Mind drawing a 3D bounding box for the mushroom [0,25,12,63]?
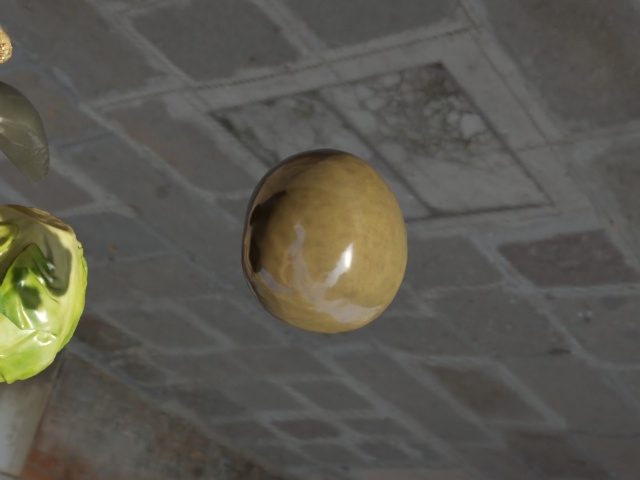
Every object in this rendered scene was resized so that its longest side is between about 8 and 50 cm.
[{"bbox_3d":[-0.479,-0.358,1.414,0.148,0.218,0.227,0,-168,22],"label":"mushroom"}]

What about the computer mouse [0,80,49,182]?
[{"bbox_3d":[-0.526,-0.200,1.736,0.138,0.086,0.270,55,171,13],"label":"computer mouse"}]

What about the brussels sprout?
[{"bbox_3d":[-0.515,0.083,1.635,0.259,0.294,0.227,24,173,7],"label":"brussels sprout"}]

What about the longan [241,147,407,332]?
[{"bbox_3d":[0.003,-0.003,1.608,0.297,0.297,0.297,12,153,6],"label":"longan"}]
